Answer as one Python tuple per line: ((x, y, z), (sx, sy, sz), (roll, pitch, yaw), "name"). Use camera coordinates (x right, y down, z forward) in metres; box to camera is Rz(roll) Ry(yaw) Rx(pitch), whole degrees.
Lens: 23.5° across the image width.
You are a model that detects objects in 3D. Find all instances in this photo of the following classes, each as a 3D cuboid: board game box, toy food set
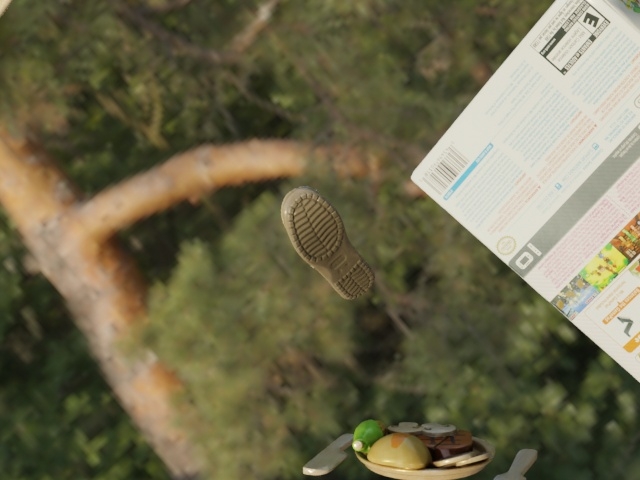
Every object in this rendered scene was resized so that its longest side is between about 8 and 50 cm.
((0.255, -0.036, 1.165), (0.224, 0.303, 0.097), (-50, -5, 38), "board game box")
((0.091, 0.179, 1.353), (0.192, 0.039, 0.132), (2, 9, 17), "toy food set")

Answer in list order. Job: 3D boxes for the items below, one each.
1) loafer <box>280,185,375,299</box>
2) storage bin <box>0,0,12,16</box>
((0.000, 0.000, 1.490), (0.056, 0.148, 0.050), (-38, 39, -7), "loafer")
((-0.208, -0.183, 0.578), (0.260, 0.123, 0.262), (-52, 53, 7), "storage bin")
